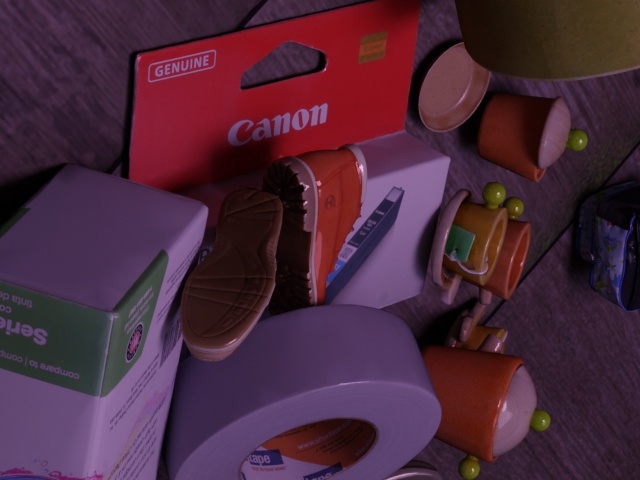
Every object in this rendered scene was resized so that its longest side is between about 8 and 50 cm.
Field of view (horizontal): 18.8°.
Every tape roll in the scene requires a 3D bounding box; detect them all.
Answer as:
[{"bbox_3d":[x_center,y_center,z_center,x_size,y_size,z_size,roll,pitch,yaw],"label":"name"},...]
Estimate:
[{"bbox_3d":[-0.019,0.138,1.514,0.219,0.072,0.219,-15,151,-8],"label":"tape roll"}]

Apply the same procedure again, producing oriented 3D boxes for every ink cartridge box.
[{"bbox_3d":[-0.181,0.116,1.362,0.201,0.117,0.278,-57,162,-64],"label":"ink cartridge box"},{"bbox_3d":[-0.023,-0.043,1.522,0.296,0.066,0.261,-18,129,-38],"label":"ink cartridge box"}]

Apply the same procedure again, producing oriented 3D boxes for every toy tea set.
[{"bbox_3d":[0.170,0.039,1.688,0.200,0.124,0.336,-48,150,-58],"label":"toy tea set"}]

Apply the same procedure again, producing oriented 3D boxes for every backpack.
[{"bbox_3d":[0.302,0.003,1.876,0.105,0.084,0.114,-19,124,-36],"label":"backpack"}]

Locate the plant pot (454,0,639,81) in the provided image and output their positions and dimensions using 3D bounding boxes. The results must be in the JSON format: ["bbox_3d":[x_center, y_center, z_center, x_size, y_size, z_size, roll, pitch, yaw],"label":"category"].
[{"bbox_3d":[0.190,-0.314,1.431,0.275,0.275,0.293,-36,121,-23],"label":"plant pot"}]

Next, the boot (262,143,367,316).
[{"bbox_3d":[0.000,0.000,1.480,0.085,0.059,0.158,-25,133,-40],"label":"boot"}]

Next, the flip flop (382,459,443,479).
[{"bbox_3d":[0.014,0.306,1.794,0.277,0.080,0.112,-32,135,-27],"label":"flip flop"}]

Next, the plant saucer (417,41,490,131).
[{"bbox_3d":[0.109,-0.132,1.636,0.083,0.015,0.083,-25,132,-32],"label":"plant saucer"}]

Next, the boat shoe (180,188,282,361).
[{"bbox_3d":[-0.060,0.034,1.387,0.170,0.063,0.059,-70,167,-49],"label":"boat shoe"}]
